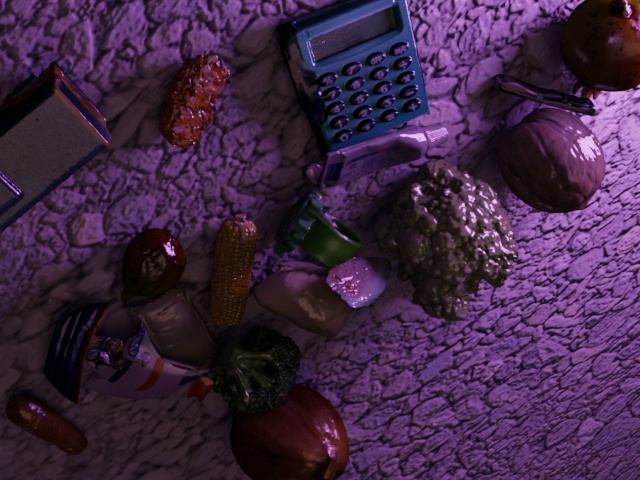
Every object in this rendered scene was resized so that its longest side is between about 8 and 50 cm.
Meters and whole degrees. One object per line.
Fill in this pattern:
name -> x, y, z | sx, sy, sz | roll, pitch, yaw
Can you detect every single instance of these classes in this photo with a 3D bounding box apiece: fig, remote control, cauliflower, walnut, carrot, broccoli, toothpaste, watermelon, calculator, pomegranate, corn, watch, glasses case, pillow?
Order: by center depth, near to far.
fig -> -0.314, 0.052, 1.342 | 0.154, 0.103, 0.109 | -42, 86, 12
calculator -> 0.069, -0.302, 1.365 | 0.248, 0.058, 0.274 | -24, 121, -10
watermelon -> 0.070, 0.077, 1.379 | 0.081, 0.094, 0.180 | -32, 171, 37
watch -> 0.000, 0.000, 1.411 | 0.152, 0.165, 0.131 | 36, 99, -16
carrot -> -0.514, 0.351, 1.416 | 0.060, 0.060, 0.186 | -43, 124, 0
corn -> -0.168, 0.059, 1.417 | 0.080, 0.080, 0.238 | 2, 115, -24
toothpaste -> 0.122, -0.169, 1.434 | 0.282, 0.068, 0.099 | -19, 124, -21
pillow -> -0.277, 0.179, 1.439 | 0.119, 0.053, 0.208 | -28, 123, -9
glasses case -> 0.003, -0.117, 1.442 | 0.032, 0.021, 0.083 | -45, 122, 3
broccoli -> -0.130, 0.253, 1.468 | 0.156, 0.195, 0.195 | 31, 99, -27
pomegranate -> 0.560, -0.371, 1.478 | 0.198, 0.198, 0.246 | 8, 142, -26
cauliflower -> 0.232, 0.010, 1.481 | 0.260, 0.327, 0.281 | 9, 154, -12
remote control -> 0.449, -0.292, 1.496 | 0.212, 0.059, 0.028 | 14, 127, -7
walnut -> 0.470, -0.157, 1.507 | 0.224, 0.224, 0.224 | -9, 116, -19
fig -> -0.059, 0.415, 1.550 | 0.263, 0.224, 0.224 | 10, 116, 19

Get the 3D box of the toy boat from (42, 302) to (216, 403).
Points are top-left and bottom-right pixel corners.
toy boat -> -0.375, 0.246, 1.405 | 0.219, 0.072, 0.318 | -43, 118, 13

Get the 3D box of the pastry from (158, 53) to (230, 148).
pastry -> -0.222, -0.242, 1.269 | 0.087, 0.063, 0.169 | 23, 98, -39

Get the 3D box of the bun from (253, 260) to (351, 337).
bun -> -0.032, 0.102, 1.451 | 0.193, 0.178, 0.128 | 27, 82, -16

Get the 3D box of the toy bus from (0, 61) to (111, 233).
toy bus -> -0.469, -0.129, 1.149 | 0.275, 0.167, 0.138 | -39, 122, -2
